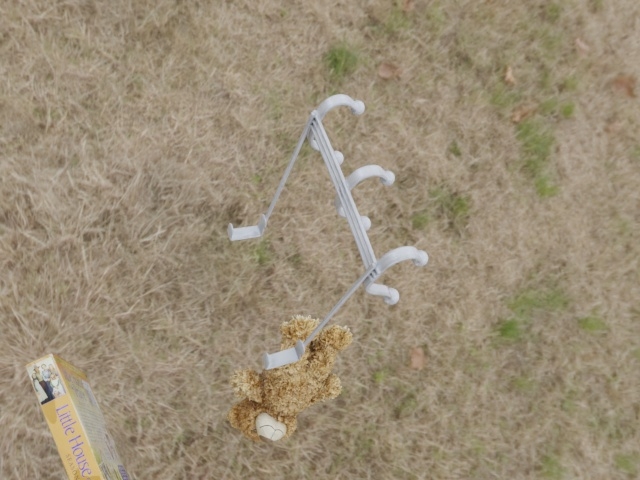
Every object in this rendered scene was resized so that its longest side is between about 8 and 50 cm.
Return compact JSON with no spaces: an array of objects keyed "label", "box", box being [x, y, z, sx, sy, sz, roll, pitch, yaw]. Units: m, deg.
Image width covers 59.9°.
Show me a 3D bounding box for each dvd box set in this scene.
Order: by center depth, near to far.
[{"label":"dvd box set","box":[-0.471,0.457,1.159,0.062,0.307,0.420,-25,76,-19]}]

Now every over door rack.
[{"label":"over door rack","box":[0.000,0.000,0.755,0.108,0.324,0.239,-1,60,-35]}]

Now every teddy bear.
[{"label":"teddy bear","box":[-0.062,0.301,1.167,0.338,0.113,0.245,-46,135,5]}]
